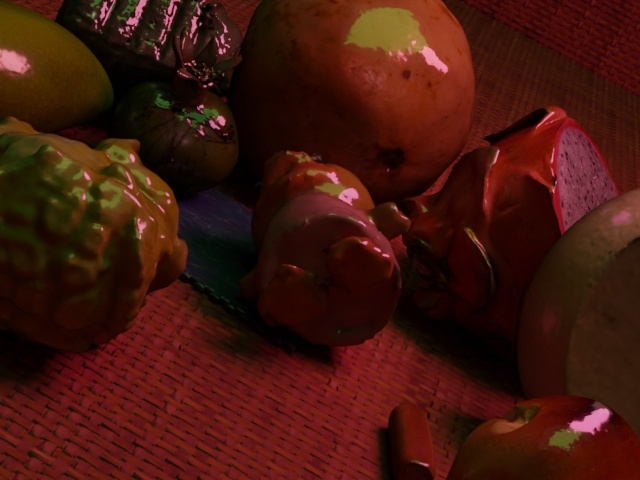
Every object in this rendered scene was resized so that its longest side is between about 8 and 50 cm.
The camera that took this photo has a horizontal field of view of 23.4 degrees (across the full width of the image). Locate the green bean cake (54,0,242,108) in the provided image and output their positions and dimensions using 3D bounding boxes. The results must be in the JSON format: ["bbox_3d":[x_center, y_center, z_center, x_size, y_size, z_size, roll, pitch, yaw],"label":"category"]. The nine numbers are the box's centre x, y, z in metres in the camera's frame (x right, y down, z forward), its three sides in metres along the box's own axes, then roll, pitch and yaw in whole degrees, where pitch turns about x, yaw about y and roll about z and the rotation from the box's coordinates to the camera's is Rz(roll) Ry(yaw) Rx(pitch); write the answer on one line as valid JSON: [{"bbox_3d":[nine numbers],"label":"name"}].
[{"bbox_3d":[-0.220,-0.239,1.925,0.227,0.124,0.222,20,-21,-14],"label":"green bean cake"}]

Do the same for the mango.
[{"bbox_3d":[-0.356,-0.185,1.697,0.192,0.156,0.343,43,22,30],"label":"mango"}]

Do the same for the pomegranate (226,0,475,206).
[{"bbox_3d":[0.032,-0.192,2.006,0.343,0.342,0.342,25,20,-10],"label":"pomegranate"}]

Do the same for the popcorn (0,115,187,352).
[{"bbox_3d":[-0.240,-0.011,1.379,0.256,0.194,0.255,21,5,43],"label":"popcorn"}]

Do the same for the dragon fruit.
[{"bbox_3d":[0.232,0.006,1.879,0.305,0.226,0.305,40,43,-50],"label":"dragon fruit"}]

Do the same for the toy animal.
[{"bbox_3d":[0.001,0.002,1.677,0.281,0.195,0.169,-109,174,-56],"label":"toy animal"}]

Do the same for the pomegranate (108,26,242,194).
[{"bbox_3d":[-0.159,-0.144,1.797,0.152,0.191,0.131,8,31,-37],"label":"pomegranate"}]

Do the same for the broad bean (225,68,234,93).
[{"bbox_3d":[-0.154,-0.242,2.261,0.255,0.046,0.065,12,18,-40],"label":"broad bean"}]

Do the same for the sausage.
[{"bbox_3d":[0.088,0.200,1.506,0.041,0.039,0.131,17,20,-8],"label":"sausage"}]

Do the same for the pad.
[{"bbox_3d":[-0.080,0.026,1.752,0.270,0.012,0.269,33,20,14],"label":"pad"}]

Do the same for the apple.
[{"bbox_3d":[0.198,0.231,1.387,0.199,0.199,0.199,25,20,-10],"label":"apple"}]

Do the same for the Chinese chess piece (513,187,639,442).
[{"bbox_3d":[0.381,0.110,1.658,0.349,0.349,0.146,21,5,-18],"label":"Chinese chess piece"}]
